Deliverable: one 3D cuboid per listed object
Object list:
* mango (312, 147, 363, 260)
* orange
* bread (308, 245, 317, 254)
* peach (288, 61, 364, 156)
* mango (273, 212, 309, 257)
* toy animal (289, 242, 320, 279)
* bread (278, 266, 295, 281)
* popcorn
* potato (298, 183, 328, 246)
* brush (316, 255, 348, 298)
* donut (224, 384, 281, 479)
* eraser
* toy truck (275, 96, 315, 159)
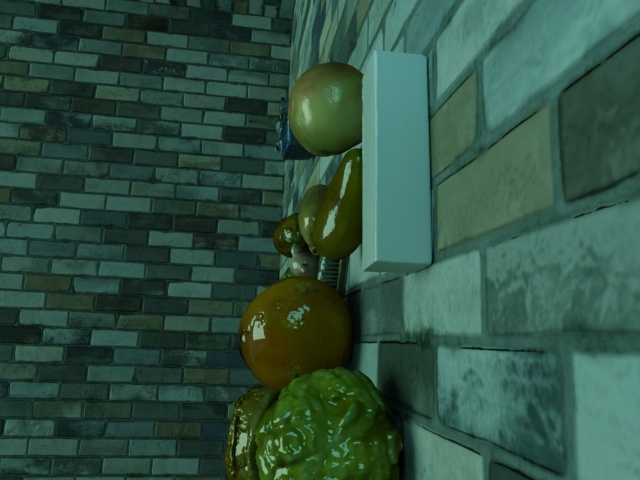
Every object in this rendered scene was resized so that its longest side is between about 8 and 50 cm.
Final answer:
[{"bbox_3d":[0.049,-0.069,1.038,0.136,0.099,0.228,-96,20,-69],"label":"mango"},{"bbox_3d":[-0.051,0.194,1.126,0.246,0.246,0.246,-176,90,-82],"label":"orange"},{"bbox_3d":[0.000,0.000,1.416,0.053,0.074,0.132,-41,33,22],"label":"bread"},{"bbox_3d":[0.024,-0.255,1.039,0.184,0.184,0.184,-176,90,-82],"label":"peach"},{"bbox_3d":[-0.089,-0.009,1.861,0.156,0.151,0.248,63,166,-2],"label":"mango"},{"bbox_3d":[-0.017,0.057,1.306,0.083,0.150,0.089,20,103,38],"label":"toy animal"},{"bbox_3d":[-0.087,0.180,1.749,0.268,0.130,0.152,111,165,-61],"label":"bread"},{"bbox_3d":[0.013,0.310,0.794,0.251,0.205,0.237,83,172,-69],"label":"popcorn"},{"bbox_3d":[-0.002,-0.065,1.336,0.118,0.109,0.178,56,-156,-38],"label":"potato"},{"bbox_3d":[0.019,0.161,1.267,0.070,0.065,0.328,-125,38,-73],"label":"brush"},{"bbox_3d":[-0.142,0.560,1.462,0.330,0.160,0.330,-9,-90,-70],"label":"donut"},{"bbox_3d":[0.102,-0.108,0.739,0.076,0.078,0.298,122,150,-73],"label":"eraser"},{"bbox_3d":[-0.073,-0.375,1.837,0.367,0.146,0.175,155,114,-80],"label":"toy truck"}]
